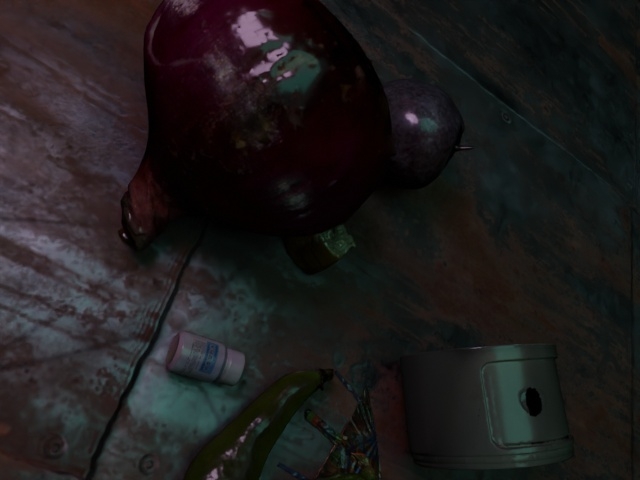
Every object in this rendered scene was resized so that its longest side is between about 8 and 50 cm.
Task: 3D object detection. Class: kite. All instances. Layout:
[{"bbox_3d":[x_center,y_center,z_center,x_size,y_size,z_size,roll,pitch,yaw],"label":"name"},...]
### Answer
[{"bbox_3d":[0.035,0.294,0.752,0.160,0.010,0.183,46,56,-11],"label":"kite"}]

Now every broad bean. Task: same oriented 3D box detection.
[{"bbox_3d":[-0.082,0.248,0.658,0.325,0.067,0.075,-42,107,-33],"label":"broad bean"}]

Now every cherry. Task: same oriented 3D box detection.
[{"bbox_3d":[0.146,-0.182,0.887,0.195,0.195,0.195,11,68,-29],"label":"cherry"}]

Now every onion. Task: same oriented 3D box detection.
[{"bbox_3d":[-0.105,-0.126,0.656,0.385,0.348,0.348,-39,98,0],"label":"onion"}]

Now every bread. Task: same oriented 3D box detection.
[{"bbox_3d":[-0.001,0.001,0.792,0.076,0.070,0.083,-36,92,-37],"label":"bread"}]

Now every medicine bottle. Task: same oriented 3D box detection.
[{"bbox_3d":[-0.143,0.149,0.661,0.089,0.052,0.052,24,62,-24],"label":"medicine bottle"}]

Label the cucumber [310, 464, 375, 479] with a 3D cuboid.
[{"bbox_3d":[-0.012,0.355,0.640,0.244,0.134,0.134,-25,88,-39],"label":"cucumber"}]

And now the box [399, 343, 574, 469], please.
[{"bbox_3d":[0.236,0.236,0.767,0.226,0.226,0.150,5,71,-31],"label":"box"}]
